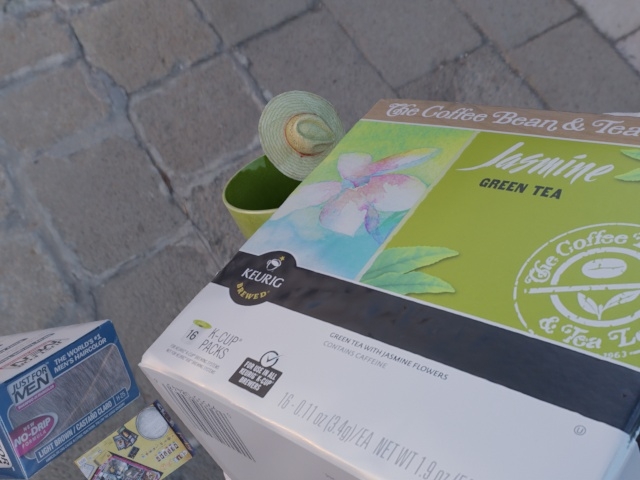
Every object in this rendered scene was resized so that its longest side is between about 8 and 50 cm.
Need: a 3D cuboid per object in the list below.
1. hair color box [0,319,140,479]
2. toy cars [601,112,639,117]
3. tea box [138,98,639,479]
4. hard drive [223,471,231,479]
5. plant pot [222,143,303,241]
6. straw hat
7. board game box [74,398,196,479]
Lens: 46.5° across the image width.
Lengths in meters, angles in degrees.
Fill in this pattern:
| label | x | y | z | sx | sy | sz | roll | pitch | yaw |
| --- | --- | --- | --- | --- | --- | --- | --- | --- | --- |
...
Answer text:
| label | x | y | z | sx | sy | sz | roll | pitch | yaw |
| --- | --- | --- | --- | --- | --- | --- | --- | --- | --- |
| hair color box | -0.401 | 0.188 | 0.869 | 0.347 | 0.174 | 0.105 | -12 | 103 | 33 |
| toy cars | 0.458 | -0.034 | 0.752 | 0.176 | 0.087 | 0.393 | -34 | 65 | -30 |
| tea box | 0.114 | 0.081 | 0.549 | 0.329 | 0.220 | 0.323 | 14 | 52 | 42 |
| hard drive | -0.156 | 0.535 | 1.735 | 0.047 | 0.353 | 0.233 | -9 | 47 | -24 |
| plant pot | 0.000 | 0.000 | 1.363 | 0.274 | 0.294 | 0.275 | -15 | 28 | 8 |
| straw hat | -0.015 | -0.157 | 1.100 | 0.144 | 0.061 | 0.145 | -1 | 91 | -24 |
| board game box | -0.449 | 0.524 | 1.808 | 0.243 | 0.042 | 0.165 | -36 | 91 | 3 |
